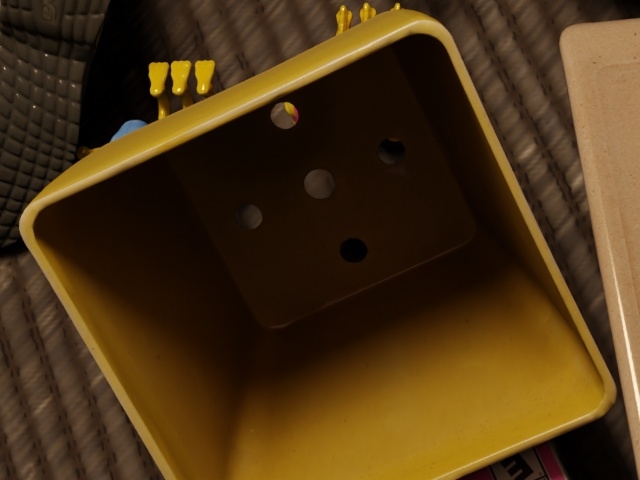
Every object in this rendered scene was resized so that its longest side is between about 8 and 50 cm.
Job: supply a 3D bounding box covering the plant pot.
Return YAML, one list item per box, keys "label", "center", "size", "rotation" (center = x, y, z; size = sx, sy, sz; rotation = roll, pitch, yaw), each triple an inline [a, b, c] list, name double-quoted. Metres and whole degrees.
- label: "plant pot"
  center: [0.000, 0.000, 0.876]
  size: [0.212, 0.212, 0.187]
  rotation: [-25, 20, 8]

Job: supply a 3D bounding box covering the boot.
- label: "boot"
  center: [-0.169, -0.123, 1.054]
  size: [0.083, 0.246, 0.161]
  rotation: [21, 27, -12]

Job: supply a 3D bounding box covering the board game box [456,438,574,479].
- label: "board game box"
  center: [0.073, 0.267, 0.839]
  size: [0.224, 0.097, 0.303]
  rotation: [-25, 65, 3]

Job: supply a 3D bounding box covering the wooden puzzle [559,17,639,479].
- label: "wooden puzzle"
  center: [0.297, 0.023, 0.840]
  size: [0.322, 0.080, 0.347]
  rotation: [-6, 57, 0]

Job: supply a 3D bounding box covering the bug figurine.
- label: "bug figurine"
  center: [-0.028, -0.138, 1.040]
  size: [0.216, 0.072, 0.279]
  rotation: [2, 68, 14]
